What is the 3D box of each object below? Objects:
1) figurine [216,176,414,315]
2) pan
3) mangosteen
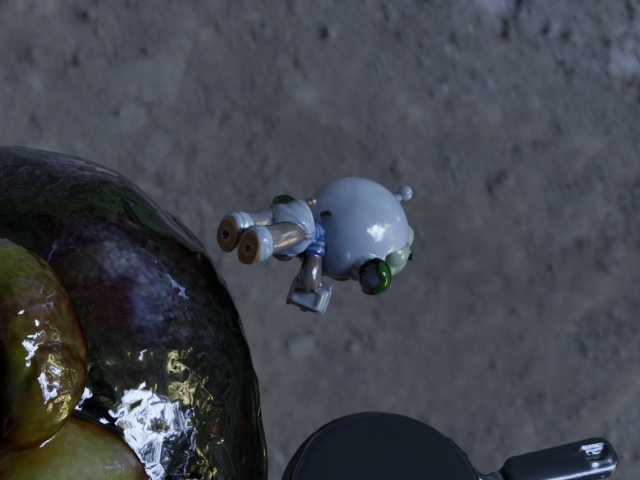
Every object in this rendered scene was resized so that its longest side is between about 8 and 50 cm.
[{"bbox_3d":[0.000,0.001,1.584,0.197,0.147,0.093,-16,128,-39],"label":"figurine"},{"bbox_3d":[0.087,0.158,1.213,0.235,0.136,0.028,-12,154,-18],"label":"pan"},{"bbox_3d":[-0.146,0.083,0.836,0.233,0.287,0.287,-7,133,-23],"label":"mangosteen"}]
